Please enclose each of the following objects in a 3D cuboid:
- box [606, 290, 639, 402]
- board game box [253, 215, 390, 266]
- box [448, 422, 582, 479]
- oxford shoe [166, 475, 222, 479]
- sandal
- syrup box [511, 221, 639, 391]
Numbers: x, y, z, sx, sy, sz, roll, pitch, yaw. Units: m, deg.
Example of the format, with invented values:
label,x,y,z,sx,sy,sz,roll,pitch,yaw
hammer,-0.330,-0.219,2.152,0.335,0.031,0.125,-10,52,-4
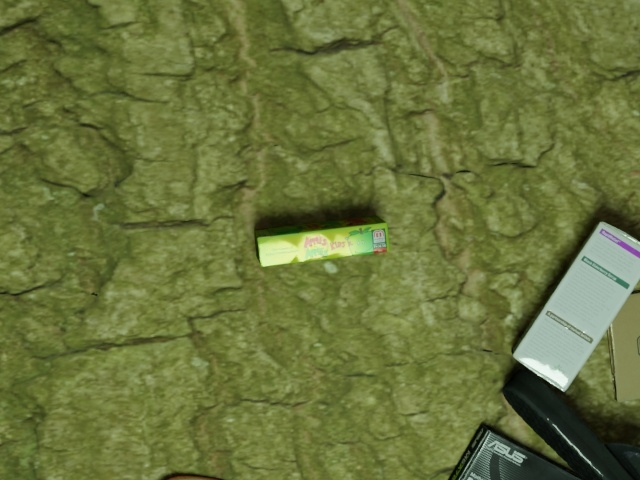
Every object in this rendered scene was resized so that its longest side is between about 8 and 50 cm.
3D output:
label,x,y,z,sx,sy,sz,roll,pitch,yaw
box,0.536,0.150,1.786,0.201,0.021,0.164,-9,99,-6
board game box,0.000,0.000,1.665,0.181,0.092,0.043,-7,98,-6
box,0.281,0.400,1.781,0.191,0.045,0.184,30,96,-10
oxford shoe,-0.114,0.425,1.710,0.271,0.098,0.097,27,94,-10
sandal,0.455,0.337,1.693,0.107,0.167,0.446,-44,85,-9
syrup box,0.380,0.094,1.713,0.096,0.093,0.237,34,93,7
